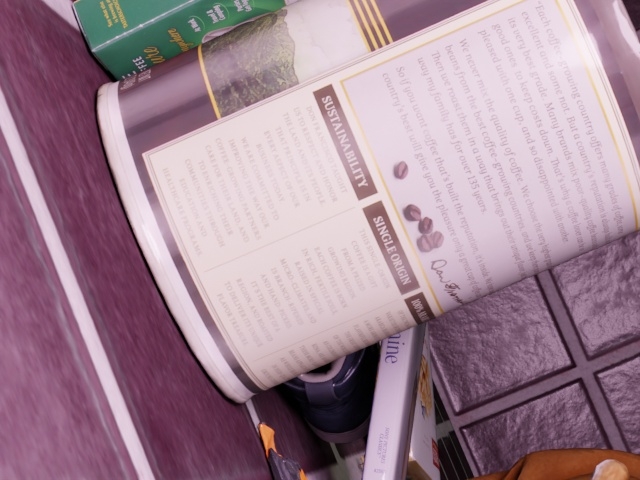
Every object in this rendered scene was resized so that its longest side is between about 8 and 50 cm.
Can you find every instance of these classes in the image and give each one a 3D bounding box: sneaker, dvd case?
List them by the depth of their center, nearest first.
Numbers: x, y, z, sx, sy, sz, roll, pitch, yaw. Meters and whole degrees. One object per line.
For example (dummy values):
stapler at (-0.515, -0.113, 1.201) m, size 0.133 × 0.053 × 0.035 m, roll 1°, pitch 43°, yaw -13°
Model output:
dvd case at (0.057, 0.090, 1.091) m, size 0.180 × 0.022 × 0.253 m, roll 84°, pitch 13°, yaw -59°
sneaker at (-0.006, 0.014, 1.095) m, size 0.163 × 0.086 × 0.226 m, roll 59°, pitch 20°, yaw -65°

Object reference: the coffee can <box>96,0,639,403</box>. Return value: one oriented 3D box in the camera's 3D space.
coffee can at (0.040, -0.052, 0.883) m, size 0.201 × 0.275 × 0.202 m, roll -23°, pitch 90°, yaw -86°

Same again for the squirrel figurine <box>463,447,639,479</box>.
squirrel figurine at (0.267, 0.255, 1.217) m, size 0.370 × 0.397 × 0.281 m, roll 70°, pitch -2°, yaw -73°

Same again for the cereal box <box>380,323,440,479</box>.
cereal box at (0.079, 0.120, 1.559) m, size 0.173 × 0.047 × 0.240 m, roll 52°, pitch 31°, yaw -68°

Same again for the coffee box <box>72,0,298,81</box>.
coffee box at (-0.048, -0.147, 0.944) m, size 0.040 × 0.184 × 0.113 m, roll 65°, pitch 5°, yaw 19°

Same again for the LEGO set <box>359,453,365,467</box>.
LEGO set at (0.047, 0.215, 1.308) m, size 0.054 × 0.023 × 0.083 m, roll 68°, pitch -9°, yaw -13°

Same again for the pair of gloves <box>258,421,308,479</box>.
pair of gloves at (-0.013, 0.152, 0.928) m, size 0.083 × 0.010 × 0.074 m, roll 59°, pitch 9°, yaw -55°
